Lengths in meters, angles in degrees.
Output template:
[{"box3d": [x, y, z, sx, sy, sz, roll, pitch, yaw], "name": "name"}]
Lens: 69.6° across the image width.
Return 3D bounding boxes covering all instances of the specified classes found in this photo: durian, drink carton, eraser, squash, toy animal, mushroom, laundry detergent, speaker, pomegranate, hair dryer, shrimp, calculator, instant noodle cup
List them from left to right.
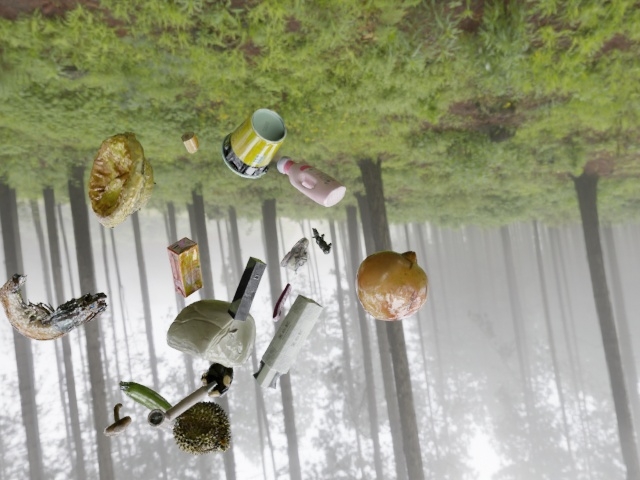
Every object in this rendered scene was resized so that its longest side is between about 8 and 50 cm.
[{"box3d": [-0.729, 0.165, 1.249, 0.290, 0.222, 0.054, -20, -153, 8], "name": "shrimp"}, {"box3d": [-0.694, 0.623, 1.595, 0.088, 0.073, 0.129, -39, -151, 15], "name": "mushroom"}, {"box3d": [-0.677, 0.634, 1.832, 0.080, 0.318, 0.071, 5, -128, 52], "name": "squash"}, {"box3d": [-0.520, 0.107, 1.780, 0.071, 0.223, 0.096, 27, -137, 27], "name": "drink carton"}, {"box3d": [-0.426, 0.517, 1.459, 0.220, 0.054, 0.195, -32, 163, -19], "name": "hair dryer"}, {"box3d": [-0.573, 0.919, 2.244, 0.292, 0.258, 0.258, 8, 175, -12], "name": "durian"}, {"box3d": [-0.259, 0.169, 1.621, 0.044, 0.218, 0.082, 20, -178, -31], "name": "speaker"}, {"box3d": [-0.246, -0.380, 1.774, 0.215, 0.216, 0.236, -6, 165, -35], "name": "instant noodle cup"}, {"box3d": [-0.187, 0.297, 2.217, 0.034, 0.191, 0.127, 21, 165, 8], "name": "calculator"}, {"box3d": [-0.140, 0.426, 1.945, 0.096, 0.404, 0.098, 31, 179, -38], "name": "eraser"}, {"box3d": [-0.054, -0.266, 2.007, 0.335, 0.088, 0.159, 34, -132, 28], "name": "laundry detergent"}, {"box3d": [0.000, 0.000, 1.916, 0.047, 0.136, 0.065, -33, 160, -15], "name": "toy animal"}, {"box3d": [0.198, 0.125, 1.281, 0.209, 0.209, 0.209, -8, 178, 0], "name": "pomegranate"}]

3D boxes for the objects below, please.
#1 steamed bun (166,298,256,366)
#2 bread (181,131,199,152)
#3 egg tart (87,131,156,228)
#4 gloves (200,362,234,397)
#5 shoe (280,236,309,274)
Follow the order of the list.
[{"box3d": [-0.401, 0.342, 1.792, 0.247, 0.236, 0.383, 17, 168, 24], "name": "steamed bun"}, {"box3d": [-0.442, -0.341, 1.555, 0.049, 0.062, 0.103, -27, 168, -11], "name": "bread"}, {"box3d": [-0.687, -0.203, 1.610, 0.341, 0.342, 0.132, -9, 170, 37], "name": "egg tart"}, {"box3d": [-0.442, 0.595, 1.943, 0.164, 0.124, 0.203, -17, -157, 16], "name": "gloves"}, {"box3d": [-0.093, 0.067, 2.008, 0.180, 0.092, 0.089, -49, 176, -28], "name": "shoe"}]
